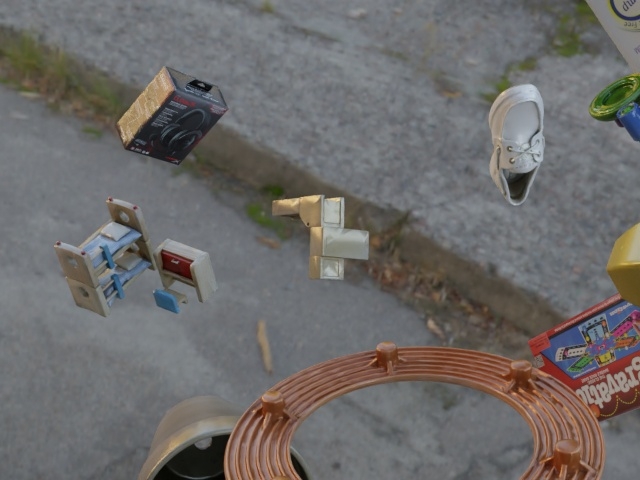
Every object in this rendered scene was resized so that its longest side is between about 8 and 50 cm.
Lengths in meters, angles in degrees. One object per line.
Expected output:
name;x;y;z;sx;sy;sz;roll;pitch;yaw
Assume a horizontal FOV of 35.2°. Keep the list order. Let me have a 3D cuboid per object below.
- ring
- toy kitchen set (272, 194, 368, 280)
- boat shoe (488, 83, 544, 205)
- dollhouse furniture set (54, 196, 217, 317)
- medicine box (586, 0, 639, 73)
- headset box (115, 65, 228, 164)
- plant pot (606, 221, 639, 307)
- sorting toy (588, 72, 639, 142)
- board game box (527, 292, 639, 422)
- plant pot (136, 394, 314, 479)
ring;0.080;0.170;0.900;0.337;0.032;0.336;-4;23;2
toy kitchen set;0.000;0.000;1.037;0.068;0.083;0.075;6;-7;-45
boat shoe;0.356;-0.162;1.782;0.098;0.277;0.096;-13;57;1
dollhouse furniture set;-0.276;0.039;1.517;0.184;0.129;0.129;18;47;29
medicine box;0.498;-0.307;1.224;0.289;0.263;0.149;55;47;-4
headset box;-0.125;-0.109;0.866;0.062;0.083;0.032;15;40;-48
plant pot;0.350;0.026;1.054;0.083;0.081;0.081;-9;37;41
sorting toy;0.254;-0.098;0.768;0.061;0.042;0.102;-50;22;-24
board game box;0.388;0.157;1.340;0.027;0.281;0.145;-11;72;-28
plant pot;-0.200;0.432;1.874;0.323;0.323;0.280;4;16;-19
